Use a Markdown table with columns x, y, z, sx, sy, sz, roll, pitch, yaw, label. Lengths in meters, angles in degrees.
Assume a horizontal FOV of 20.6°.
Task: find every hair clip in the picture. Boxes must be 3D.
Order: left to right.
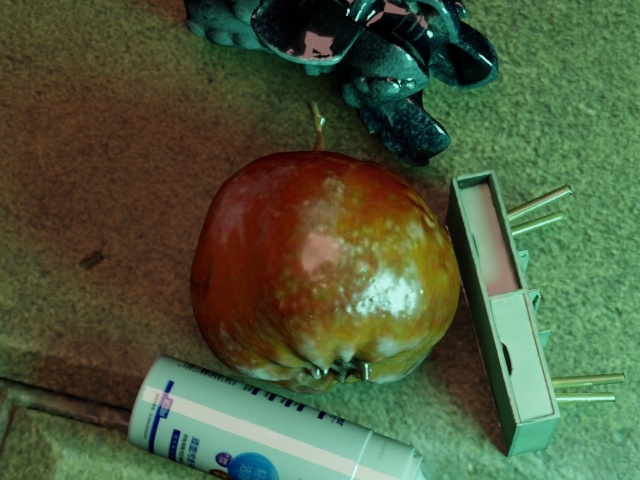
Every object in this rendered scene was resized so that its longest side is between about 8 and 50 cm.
| x | y | z | sx | sy | sz | roll | pitch | yaw | label |
| --- | --- | --- | --- | --- | --- | --- | --- | --- | --- |
| 0.021 | -0.217 | 1.676 | 0.310 | 0.206 | 0.194 | 31 | 77 | 10 | hair clip |

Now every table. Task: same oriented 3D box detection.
| x | y | z | sx | sy | sz | roll | pitch | yaw | label |
| --- | --- | --- | --- | --- | --- | --- | --- | --- | --- |
| 0.197 | 0.061 | 1.618 | 0.111 | 0.121 | 0.240 | -12 | 71 | -3 | table |

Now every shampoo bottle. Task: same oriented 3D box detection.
| x | y | z | sx | sy | sz | roll | pitch | yaw | label |
| --- | --- | --- | --- | --- | --- | --- | --- | --- | --- |
| -0.019 | 0.194 | 1.589 | 0.303 | 0.092 | 0.092 | 20 | 71 | 7 | shampoo bottle |

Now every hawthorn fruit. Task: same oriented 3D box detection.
| x | y | z | sx | sy | sz | roll | pitch | yaw | label |
| --- | --- | --- | --- | --- | --- | --- | --- | --- | --- |
| 0.000 | 0.000 | 1.594 | 0.241 | 0.242 | 0.272 | -9 | 67 | -3 | hawthorn fruit |
